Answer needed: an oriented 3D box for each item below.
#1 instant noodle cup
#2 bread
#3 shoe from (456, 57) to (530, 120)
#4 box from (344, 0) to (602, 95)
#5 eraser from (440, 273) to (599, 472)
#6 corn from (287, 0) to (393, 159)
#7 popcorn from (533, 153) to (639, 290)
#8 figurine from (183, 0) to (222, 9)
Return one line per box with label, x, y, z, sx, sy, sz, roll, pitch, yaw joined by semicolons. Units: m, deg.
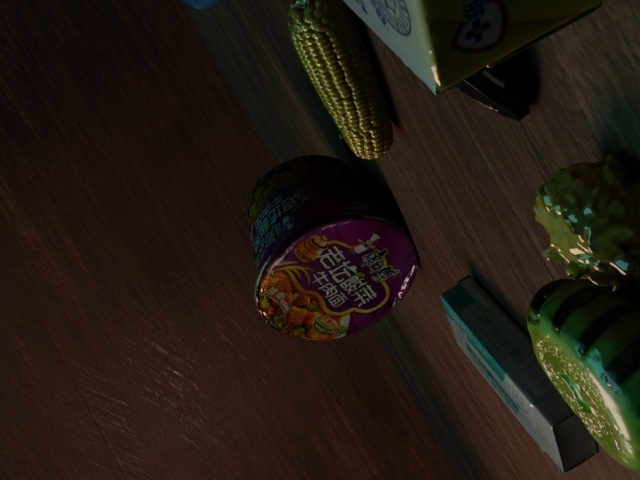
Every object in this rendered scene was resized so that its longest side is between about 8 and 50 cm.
instant noodle cup;0.000;0.000;1.270;0.190;0.251;0.251;-113;-2;-46
bread;0.202;0.088;0.565;0.139;0.071;0.130;52;175;46
shoe;0.086;-0.128;0.513;0.159;0.053;0.062;24;-172;-34
box;0.028;-0.213;0.347;0.168;0.097;0.265;55;174;40
eraser;0.213;0.140;0.910;0.225;0.052;0.096;54;171;49
corn;0.024;-0.171;0.860;0.067;0.067;0.206;54;173;51
popcorn;0.162;-0.009;0.481;0.083;0.057;0.082;-121;10;-52
figurine;-0.260;-0.457;0.957;0.243;0.298;0.416;26;150;45
